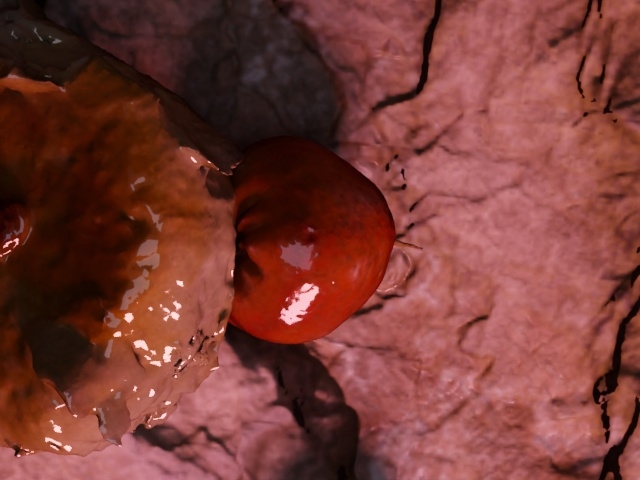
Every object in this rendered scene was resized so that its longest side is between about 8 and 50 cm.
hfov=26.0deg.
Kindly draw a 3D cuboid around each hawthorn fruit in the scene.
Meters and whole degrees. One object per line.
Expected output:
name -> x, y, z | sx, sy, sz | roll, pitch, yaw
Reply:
hawthorn fruit -> -0.015, -0.004, 0.831 | 0.140, 0.125, 0.125 | -41, 111, -36

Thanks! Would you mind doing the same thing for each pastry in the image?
pastry -> -0.168, -0.002, 0.776 | 0.257, 0.121, 0.236 | 34, 101, 16
